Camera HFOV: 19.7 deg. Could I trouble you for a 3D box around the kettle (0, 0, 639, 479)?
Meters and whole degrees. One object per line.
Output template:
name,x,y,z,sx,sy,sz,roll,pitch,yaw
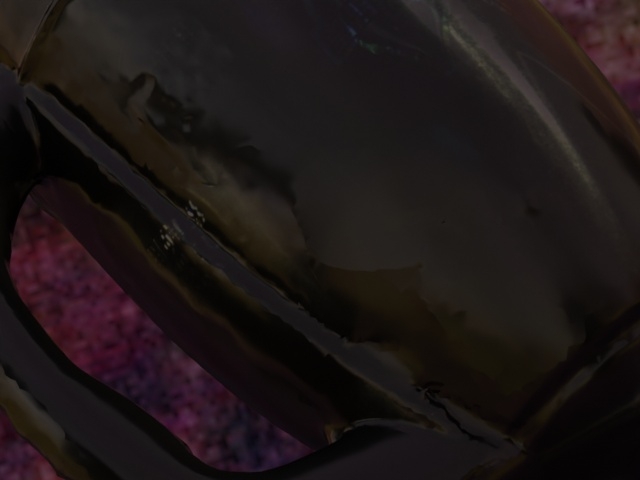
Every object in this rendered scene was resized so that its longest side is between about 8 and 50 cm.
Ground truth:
kettle,0.000,0.000,0.771,0.321,0.228,0.324,-27,60,-35
